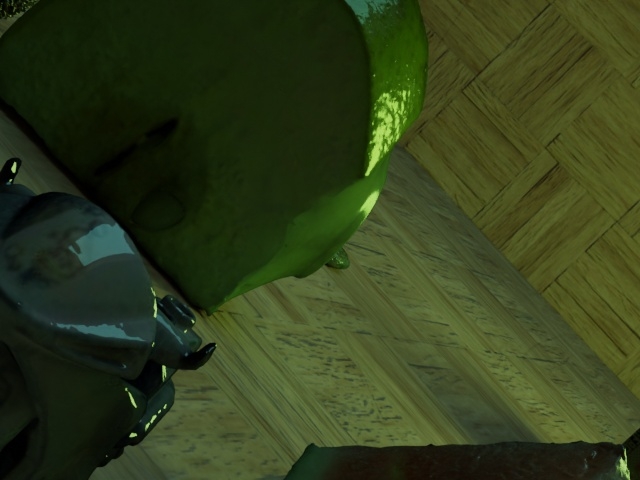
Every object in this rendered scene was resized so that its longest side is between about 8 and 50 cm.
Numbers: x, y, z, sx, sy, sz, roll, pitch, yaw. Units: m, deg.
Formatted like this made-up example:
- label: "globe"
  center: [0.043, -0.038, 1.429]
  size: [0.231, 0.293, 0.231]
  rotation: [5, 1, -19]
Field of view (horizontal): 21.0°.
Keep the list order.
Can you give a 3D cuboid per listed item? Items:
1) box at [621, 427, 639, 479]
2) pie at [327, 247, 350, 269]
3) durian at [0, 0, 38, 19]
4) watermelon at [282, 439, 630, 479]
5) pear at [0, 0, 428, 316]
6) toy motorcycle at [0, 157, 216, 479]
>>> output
- label: "box"
  center: [0.370, 0.250, 1.809]
  size: [0.084, 0.198, 0.310]
  rotation: [50, 9, 20]
- label: "pie"
  center: [0.000, 0.000, 1.818]
  size: [0.085, 0.017, 0.085]
  rotation: [43, 9, -9]
- label: "durian"
  center: [-0.263, -0.221, 1.428]
  size: [0.080, 0.080, 0.091]
  rotation: [47, 15, 7]
- label: "watermelon"
  center: [0.071, 0.184, 0.954]
  size: [0.207, 0.202, 0.136]
  rotation: [-122, -156, -44]
- label: "pear"
  center: [-0.056, -0.123, 1.293]
  size: [0.286, 0.282, 0.176]
  rotation: [46, 17, 0]
- label: "toy motorcycle"
  center: [-0.108, 0.050, 0.679]
  size: [0.106, 0.159, 0.270]
  rotation: [44, 10, 10]
